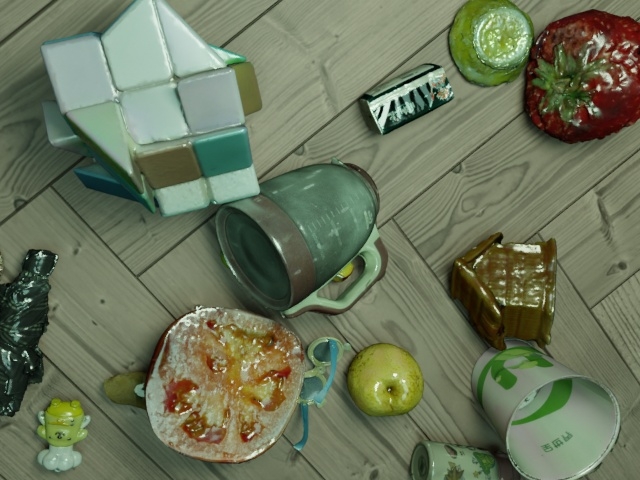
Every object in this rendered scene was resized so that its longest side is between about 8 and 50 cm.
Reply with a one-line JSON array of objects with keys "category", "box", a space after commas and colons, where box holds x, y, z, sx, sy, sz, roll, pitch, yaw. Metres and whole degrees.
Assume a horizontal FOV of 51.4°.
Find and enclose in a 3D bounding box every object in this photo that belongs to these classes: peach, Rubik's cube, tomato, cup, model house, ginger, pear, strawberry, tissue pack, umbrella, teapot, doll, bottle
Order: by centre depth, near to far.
[{"category": "Rubik's cube", "box": [-0.278, -0.226, 1.139, 0.359, 0.387, 0.367, -15, 107, -5]}, {"category": "umbrella", "box": [-0.614, 0.174, 1.304, 0.154, 0.128, 0.336, 6, 96, -28]}, {"category": "teapot", "box": [0.000, 0.000, 1.318, 0.312, 0.233, 0.314, -32, 109, -29]}, {"category": "tissue pack", "box": [0.171, -0.289, 1.355, 0.170, 0.103, 0.090, -26, 110, -4]}, {"category": "strawberry", "box": [0.566, -0.340, 1.374, 0.220, 0.274, 0.274, -18, 109, -46]}, {"category": "tomato", "box": [-0.210, 0.289, 1.377, 0.339, 0.144, 0.338, 1, 89, -23]}, {"category": "doll", "box": [-0.541, 0.410, 1.396, 0.106, 0.062, 0.162, 8, 102, -8]}, {"category": "ginger", "box": [-0.364, 0.328, 1.408, 0.190, 0.069, 0.095, 33, 90, -15]}, {"category": "peach", "box": [0.023, 0.056, 1.430, 0.083, 0.050, 0.077, -12, 77, -21]}, {"category": "pear", "box": [0.143, 0.310, 1.454, 0.178, 0.178, 0.177, -2, 103, -11]}, {"category": "model house", "box": [0.402, 0.113, 1.472, 0.229, 0.199, 0.219, 7, 61, 12]}, {"category": "cup", "box": [0.477, 0.359, 1.476, 0.253, 0.274, 0.253, -2, 105, -9]}, {"category": "bottle", "box": [0.350, 0.545, 1.574, 0.253, 0.120, 0.120, 11, 100, -15]}]

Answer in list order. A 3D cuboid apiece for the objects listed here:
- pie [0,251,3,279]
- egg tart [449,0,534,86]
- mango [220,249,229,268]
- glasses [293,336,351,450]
[{"category": "pie", "box": [-0.679, 0.018, 1.296, 0.088, 0.033, 0.191, -29, 106, -8]}, {"category": "egg tart", "box": [0.360, -0.414, 1.379, 0.197, 0.078, 0.197, -2, 103, -8]}, {"category": "mango", "box": [-0.167, 0.009, 1.381, 0.074, 0.056, 0.108, 13, 95, -20]}, {"category": "glasses", "box": [-0.025, 0.316, 1.405, 0.088, 0.220, 0.189, 26, 111, 7]}]
